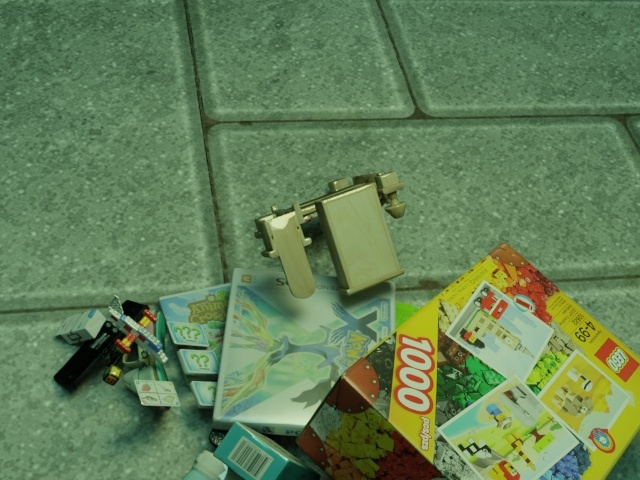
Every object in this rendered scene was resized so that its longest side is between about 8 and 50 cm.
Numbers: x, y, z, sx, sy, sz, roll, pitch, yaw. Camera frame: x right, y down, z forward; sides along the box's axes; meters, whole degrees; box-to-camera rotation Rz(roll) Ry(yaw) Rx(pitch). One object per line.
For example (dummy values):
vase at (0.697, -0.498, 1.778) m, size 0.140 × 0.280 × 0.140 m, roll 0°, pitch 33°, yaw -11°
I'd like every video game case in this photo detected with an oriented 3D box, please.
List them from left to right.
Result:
video game case at (-0.167, 0.159, 1.815) m, size 0.212 × 0.023 × 0.193 m, roll -11°, pitch 50°, yaw -19°
video game case at (-0.019, 0.190, 1.724) m, size 0.299 × 0.036 × 0.329 m, roll 5°, pitch 48°, yaw -2°

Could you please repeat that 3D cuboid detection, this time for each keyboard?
keyboard at (-0.364, 0.185, 1.720) m, size 0.100 × 0.038 × 0.192 m, roll 11°, pitch 53°, yaw 49°

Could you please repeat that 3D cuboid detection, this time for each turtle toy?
turtle toy at (0.143, 0.166, 1.833) m, size 0.095 × 0.066 × 0.130 m, roll 15°, pitch 48°, yaw 19°

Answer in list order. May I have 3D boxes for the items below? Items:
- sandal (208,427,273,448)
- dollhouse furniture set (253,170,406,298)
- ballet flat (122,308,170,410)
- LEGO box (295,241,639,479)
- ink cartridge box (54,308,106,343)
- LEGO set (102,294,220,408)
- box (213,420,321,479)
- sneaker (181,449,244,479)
sandal at (-0.108, 0.317, 1.675) m, size 0.179 × 0.040 × 0.067 m, roll -15°, pitch 56°, yaw -40°
dollhouse furniture set at (0.000, 0.000, 1.896) m, size 0.303 × 0.355 × 0.174 m, roll -20°, pitch 97°, yaw -18°
ballet flat at (-0.300, 0.211, 1.720) m, size 0.079 × 0.077 × 0.221 m, roll -16°, pitch 45°, yaw 0°
LEGO box at (0.268, 0.273, 1.574) m, size 0.372 × 0.193 × 0.500 m, roll 42°, pitch 42°, yaw 14°
ink cartridge box at (-0.421, 0.152, 1.757) m, size 0.083 × 0.028 × 0.048 m, roll -15°, pitch 34°, yaw 35°
LEGO set at (-0.256, 0.187, 1.647) m, size 0.244 × 0.060 × 0.182 m, roll 11°, pitch 41°, yaw -43°
box at (-0.076, 0.341, 1.516) m, size 0.100 × 0.244 × 0.060 m, roll 32°, pitch 81°, yaw 20°
sneaker at (-0.076, 0.476, 1.489) m, size 0.366 × 0.135 × 0.150 m, roll 33°, pitch 72°, yaw 20°
